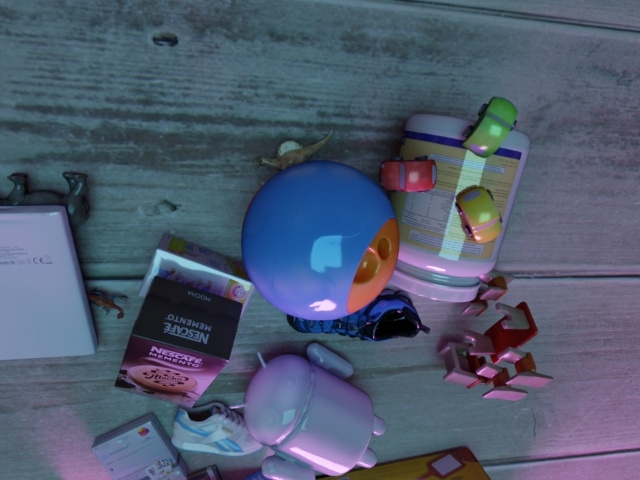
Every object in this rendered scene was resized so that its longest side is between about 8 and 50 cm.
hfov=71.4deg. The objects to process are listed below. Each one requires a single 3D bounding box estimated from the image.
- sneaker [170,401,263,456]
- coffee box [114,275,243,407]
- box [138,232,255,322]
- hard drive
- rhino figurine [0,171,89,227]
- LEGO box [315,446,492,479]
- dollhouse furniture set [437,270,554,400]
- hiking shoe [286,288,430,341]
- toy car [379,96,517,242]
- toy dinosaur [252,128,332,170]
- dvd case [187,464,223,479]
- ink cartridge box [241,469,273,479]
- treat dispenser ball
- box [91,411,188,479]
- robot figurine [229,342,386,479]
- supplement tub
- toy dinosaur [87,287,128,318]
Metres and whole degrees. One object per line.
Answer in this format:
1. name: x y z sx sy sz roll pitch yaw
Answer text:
1. sneaker: -0.224 0.434 1.033 0.228 0.087 0.092 9 102 -16
2. coffee box: -0.281 0.208 0.857 0.168 0.119 0.297 21 139 -15
3. box: -0.245 0.080 0.908 0.203 0.114 0.103 23 100 -17
4. hard drive: -0.563 0.087 0.842 0.210 0.040 0.319 -1 118 -8
5. rhino figurine: -0.552 -0.070 0.827 0.243 0.073 0.106 -3 104 -9
6. LEGO box: 0.198 0.801 1.166 0.499 0.193 0.373 -7 108 -9
7. dollhouse furniture set: 0.400 0.241 1.028 0.135 0.262 0.259 13 137 -16
8. hiking shoe: 0.079 0.165 0.988 0.303 0.132 0.113 -3 107 -10
9. toy car: 0.244 -0.131 0.733 0.239 0.053 0.225 30 105 -2
10. toy dinosaur: -0.045 -0.162 0.911 0.183 0.053 0.093 -20 108 -5
11. dvd case: -0.340 0.665 1.112 0.221 0.018 0.165 -18 109 -6
12. ink cartridge box: -0.223 0.704 1.008 0.307 0.129 0.223 -2 112 -50
13. treat dispenser ball: 0.000 0.000 0.812 0.288 0.288 0.288 -3 107 -10
14. box: -0.418 0.512 1.042 0.145 0.038 0.186 -24 110 -4
15. robot figurine: -0.024 0.387 0.997 0.353 0.199 0.300 34 57 -18
16. supplement tub: 0.256 -0.069 0.899 0.240 0.241 0.332 8 104 -13
17. toy dinosaur: -0.442 0.133 0.909 0.082 0.090 0.047 21 92 28
